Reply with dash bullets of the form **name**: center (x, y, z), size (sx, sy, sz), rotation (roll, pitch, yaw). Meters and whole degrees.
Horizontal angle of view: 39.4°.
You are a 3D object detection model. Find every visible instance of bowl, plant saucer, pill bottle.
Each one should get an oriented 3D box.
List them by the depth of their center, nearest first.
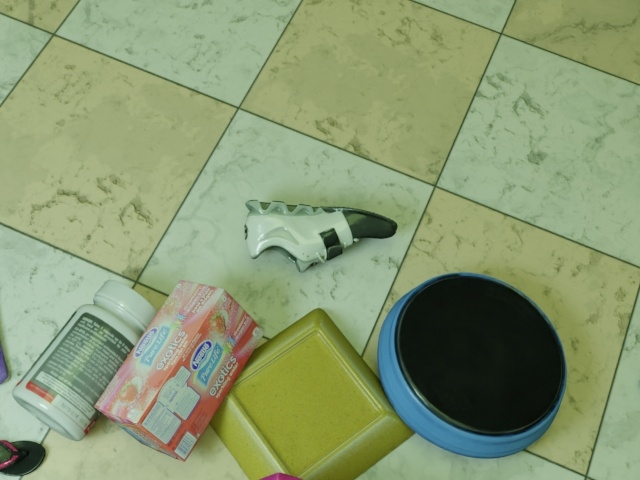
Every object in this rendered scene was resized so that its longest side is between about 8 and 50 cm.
- **pill bottle**: center (-0.443, 0.227, 1.728), size (0.161, 0.161, 0.283), rotation (29, 64, 11)
- **plant saucer**: center (-0.031, 0.326, 1.753), size (0.332, 0.081, 0.333), rotation (-33, 70, -18)
- **bowl**: center (0.309, 0.236, 1.794), size (0.390, 0.077, 0.391), rotation (6, 56, -9)

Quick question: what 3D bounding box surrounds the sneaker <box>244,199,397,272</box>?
- **sneaker**: center (0.000, 0.000, 1.918), size (0.330, 0.122, 0.146), rotation (3, 80, -4)

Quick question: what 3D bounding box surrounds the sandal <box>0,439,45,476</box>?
- **sandal**: center (-0.613, 0.407, 1.689), size (0.179, 0.040, 0.067), rotation (3, 62, -3)

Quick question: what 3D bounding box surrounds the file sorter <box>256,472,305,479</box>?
- **file sorter**: center (0.008, 0.537, 1.537), size (0.290, 0.202, 0.182), rotation (20, 64, -14)

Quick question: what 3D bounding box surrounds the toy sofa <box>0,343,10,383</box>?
- **toy sofa**: center (-0.737, 0.126, 1.765), size (0.177, 0.150, 0.363), rotation (-12, 64, -9)

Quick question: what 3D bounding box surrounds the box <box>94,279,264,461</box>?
- **box**: center (-0.264, 0.241, 1.700), size (0.142, 0.154, 0.300), rotation (8, 58, 42)
